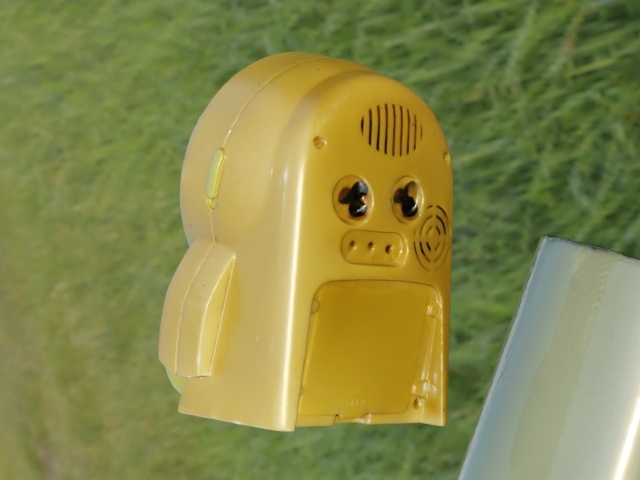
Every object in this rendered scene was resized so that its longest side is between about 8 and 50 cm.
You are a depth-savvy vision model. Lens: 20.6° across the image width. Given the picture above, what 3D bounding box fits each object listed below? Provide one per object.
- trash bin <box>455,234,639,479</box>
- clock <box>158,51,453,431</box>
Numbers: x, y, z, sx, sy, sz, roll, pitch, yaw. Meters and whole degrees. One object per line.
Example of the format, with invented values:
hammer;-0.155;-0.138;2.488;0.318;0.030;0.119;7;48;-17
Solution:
trash bin;0.267;0.233;1.691;0.280;0.280;0.432;-166;93;-71
clock;0.000;0.000;1.516;0.200;0.244;0.317;13;96;44
